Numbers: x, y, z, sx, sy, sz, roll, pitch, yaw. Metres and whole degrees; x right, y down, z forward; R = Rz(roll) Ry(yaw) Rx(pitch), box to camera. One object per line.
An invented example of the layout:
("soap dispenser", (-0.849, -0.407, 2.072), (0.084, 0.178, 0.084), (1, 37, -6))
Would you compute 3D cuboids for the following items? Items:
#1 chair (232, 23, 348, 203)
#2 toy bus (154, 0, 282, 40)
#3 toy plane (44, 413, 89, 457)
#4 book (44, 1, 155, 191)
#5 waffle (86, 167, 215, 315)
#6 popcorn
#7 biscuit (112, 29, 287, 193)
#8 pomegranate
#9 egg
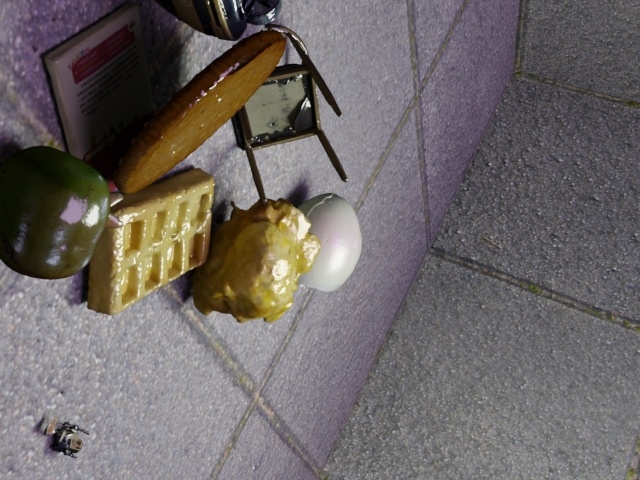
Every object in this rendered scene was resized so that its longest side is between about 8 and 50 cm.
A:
("chair", (-0.071, -0.226, 1.307), (0.188, 0.166, 0.272), (81, -8, -52))
("toy bus", (-0.103, -0.441, 0.937), (0.177, 0.201, 0.366), (79, 34, -66))
("toy plane", (-0.390, 0.301, 1.154), (0.121, 0.031, 0.049), (70, 39, -64))
("book", (-0.278, -0.174, 0.995), (0.162, 0.022, 0.232), (-54, 155, -41))
("waffle", (-0.255, -0.006, 1.166), (0.274, 0.057, 0.168), (-33, 140, -59))
("popcorn", (-0.122, 0.041, 1.337), (0.254, 0.191, 0.190), (-66, 173, 16))
("biscuit", (-0.164, -0.174, 1.014), (0.305, 0.038, 0.305), (-43, -177, 3))
("pomegranate", (-0.312, -0.037, 0.905), (0.191, 0.131, 0.152), (-50, 164, -74))
("egg", (0.000, 0.000, 1.655), (0.183, 0.183, 0.217), (11, 94, -70))
